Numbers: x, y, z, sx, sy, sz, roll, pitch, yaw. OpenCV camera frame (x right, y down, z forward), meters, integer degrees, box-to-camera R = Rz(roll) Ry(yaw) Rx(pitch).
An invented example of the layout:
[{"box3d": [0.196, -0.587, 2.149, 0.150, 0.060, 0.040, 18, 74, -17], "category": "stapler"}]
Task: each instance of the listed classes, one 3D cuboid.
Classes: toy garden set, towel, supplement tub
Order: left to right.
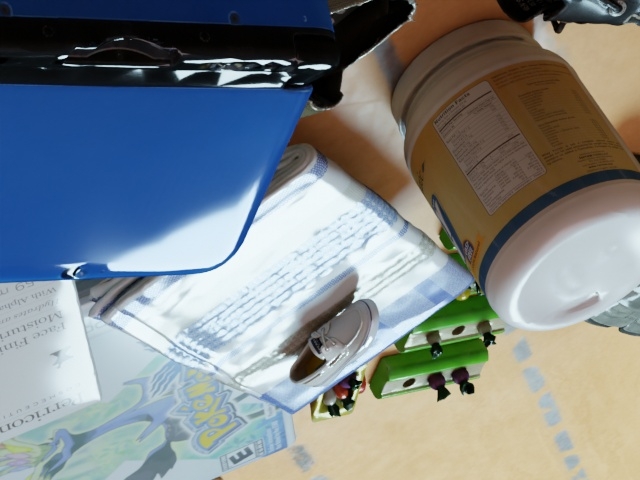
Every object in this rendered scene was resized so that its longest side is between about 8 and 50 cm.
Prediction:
[{"box3d": [-0.023, 0.036, 1.514, 0.209, 0.034, 0.285, -36, 146, 14], "category": "towel"}, {"box3d": [0.092, 0.068, 1.699, 0.203, 0.049, 0.244, -9, 142, -28], "category": "toy garden set"}, {"box3d": [0.149, -0.050, 1.445, 0.144, 0.200, 0.144, -20, 145, -14], "category": "supplement tub"}]

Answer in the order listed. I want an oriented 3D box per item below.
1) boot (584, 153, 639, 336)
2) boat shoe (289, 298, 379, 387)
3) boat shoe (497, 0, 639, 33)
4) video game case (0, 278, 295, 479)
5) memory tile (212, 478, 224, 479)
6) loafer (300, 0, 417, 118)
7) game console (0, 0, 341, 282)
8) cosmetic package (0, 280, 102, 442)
[{"box3d": [0.282, 0.021, 1.760, 0.161, 0.083, 0.246, -37, 145, 23], "category": "boot"}, {"box3d": [0.008, 0.080, 1.538, 0.035, 0.035, 0.100, 0, 145, -40], "category": "boat shoe"}, {"box3d": [0.151, -0.198, 1.316, 0.113, 0.127, 0.340, -41, 144, 20], "category": "boat shoe"}, {"box3d": [-0.171, 0.131, 1.597, 0.300, 0.036, 0.329, -22, 147, -11], "category": "video game case"}, {"box3d": [-0.118, 0.273, 1.853, 0.113, 0.012, 0.148, -30, 147, 1], "category": "memory tile"}, {"box3d": [-0.037, -0.118, 1.314, 0.251, 0.087, 0.094, -41, 145, 17], "category": "loafer"}, {"box3d": [-0.156, -0.118, 1.146, 0.293, 0.250, 0.173, -2, 164, -36], "category": "game console"}, {"box3d": [-0.246, 0.031, 1.298, 0.151, 0.151, 0.184, -22, 147, -12], "category": "cosmetic package"}]
